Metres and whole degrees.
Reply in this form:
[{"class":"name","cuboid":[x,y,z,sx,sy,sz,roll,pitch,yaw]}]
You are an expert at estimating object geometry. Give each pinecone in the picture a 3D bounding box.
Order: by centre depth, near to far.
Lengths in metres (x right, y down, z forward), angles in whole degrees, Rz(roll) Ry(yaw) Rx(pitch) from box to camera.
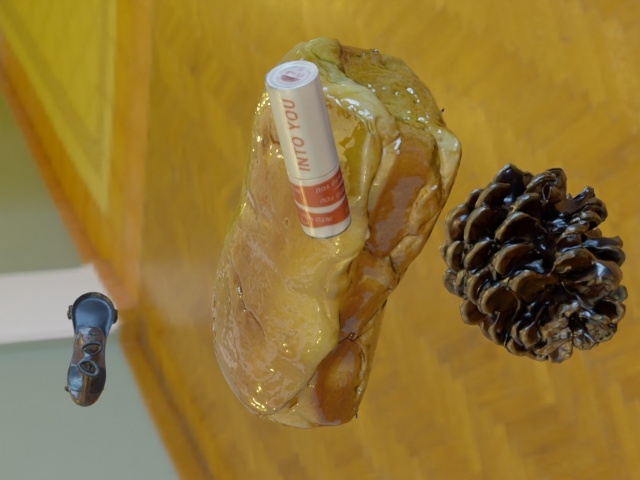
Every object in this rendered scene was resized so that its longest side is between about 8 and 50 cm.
[{"class":"pinecone","cuboid":[0.275,0.041,1.536,0.257,0.244,0.243,67,152,22]}]

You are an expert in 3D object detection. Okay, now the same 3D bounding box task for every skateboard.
[{"class":"skateboard","cuboid":[-0.291,0.134,1.537,0.080,0.067,0.151,114,158,-55]}]

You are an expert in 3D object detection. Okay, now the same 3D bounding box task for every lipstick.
[{"class":"lipstick","cuboid":[-0.008,-0.062,0.856,0.038,0.038,0.130,-125,16,-51]}]

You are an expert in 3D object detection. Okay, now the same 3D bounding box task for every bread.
[{"class":"bread","cuboid":[-0.005,0.002,1.050,0.195,0.149,0.344,-112,33,-49]}]
